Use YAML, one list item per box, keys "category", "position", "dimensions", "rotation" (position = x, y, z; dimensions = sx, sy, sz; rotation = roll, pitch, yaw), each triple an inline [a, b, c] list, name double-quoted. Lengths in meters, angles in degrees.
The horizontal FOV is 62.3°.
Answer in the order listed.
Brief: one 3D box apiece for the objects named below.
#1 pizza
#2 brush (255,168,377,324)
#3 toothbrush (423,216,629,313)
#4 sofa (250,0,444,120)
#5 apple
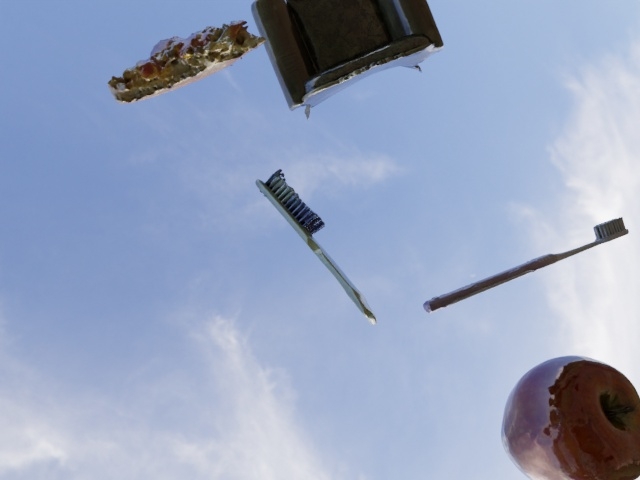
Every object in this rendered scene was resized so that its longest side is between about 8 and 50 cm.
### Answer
- category: "pizza"
  position: [-0.155, -0.235, 0.663]
  dimensions: [0.062, 0.199, 0.188]
  rotation: [67, -149, -20]
- category: "brush"
  position: [0.000, 0.000, 0.469]
  dimensions: [0.030, 0.033, 0.178]
  rotation: [-36, -121, -7]
- category: "toothbrush"
  position: [0.301, 0.031, 0.757]
  dimensions: [0.354, 0.024, 0.029]
  rotation: [-19, -91, -15]
- category: "sofa"
  position: [0.039, -0.335, 0.833]
  dimensions: [0.259, 0.182, 0.199]
  rotation: [-21, -91, 2]
- category: "apple"
  position: [0.410, 0.307, 0.879]
  dimensions: [0.230, 0.230, 0.229]
  rotation: [9, -107, -32]
